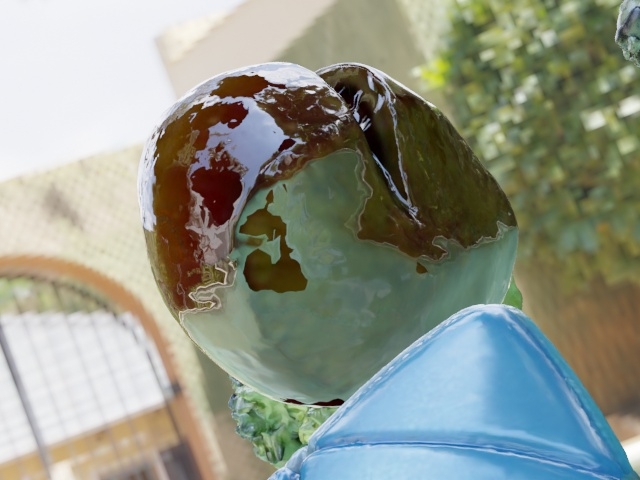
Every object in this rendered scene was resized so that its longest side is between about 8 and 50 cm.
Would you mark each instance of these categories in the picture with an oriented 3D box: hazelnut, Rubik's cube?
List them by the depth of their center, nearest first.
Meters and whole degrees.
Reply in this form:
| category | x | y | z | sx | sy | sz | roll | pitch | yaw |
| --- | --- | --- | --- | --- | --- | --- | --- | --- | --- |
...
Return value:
| category | x | y | z | sx | sy | sz | roll | pitch | yaw |
| --- | --- | --- | --- | --- | --- | --- | --- | --- | --- |
| Rubik's cube | 0.029 | 0.190 | 0.531 | 0.254 | 0.254 | 0.254 | -21 | -7 | -3 |
| hazelnut | 0.000 | 0.000 | 1.175 | 0.251 | 0.217 | 0.217 | 14 | -29 | -36 |

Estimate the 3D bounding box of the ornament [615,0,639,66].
| category | x | y | z | sx | sy | sz | roll | pitch | yaw |
| --- | --- | --- | --- | --- | --- | --- | --- | --- | --- |
| ornament | 0.206 | -0.213 | 1.222 | 0.081 | 0.203 | 0.088 | 14 | -18 | -15 |

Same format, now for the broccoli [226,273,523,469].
| category | x | y | z | sx | sy | sz | roll | pitch | yaw |
| --- | --- | --- | --- | --- | --- | --- | --- | --- | --- |
| broccoli | 0.074 | 0.093 | 1.843 | 0.293 | 0.348 | 0.281 | 26 | -33 | -37 |
